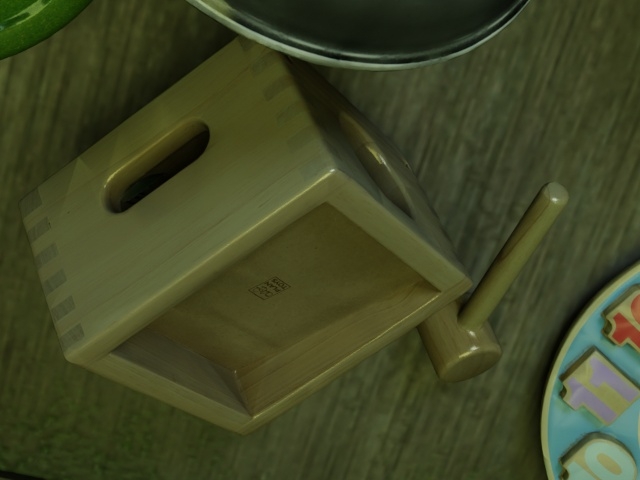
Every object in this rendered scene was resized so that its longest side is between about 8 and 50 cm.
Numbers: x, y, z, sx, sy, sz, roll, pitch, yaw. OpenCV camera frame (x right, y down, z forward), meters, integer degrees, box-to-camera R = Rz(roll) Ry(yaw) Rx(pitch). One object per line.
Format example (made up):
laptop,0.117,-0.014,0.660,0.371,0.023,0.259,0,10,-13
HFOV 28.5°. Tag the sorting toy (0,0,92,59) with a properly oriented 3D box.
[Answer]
sorting toy,-0.077,-0.080,0.423,0.366,0.126,0.127,-23,152,-19

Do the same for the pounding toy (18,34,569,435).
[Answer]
pounding toy,0.010,-0.003,0.551,0.181,0.094,0.206,-35,146,14

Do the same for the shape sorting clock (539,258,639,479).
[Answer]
shape sorting clock,0.212,0.091,0.621,0.206,0.040,0.206,1,105,5

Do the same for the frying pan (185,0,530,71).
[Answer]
frying pan,0.062,-0.137,0.419,0.326,0.053,0.197,12,70,-26
